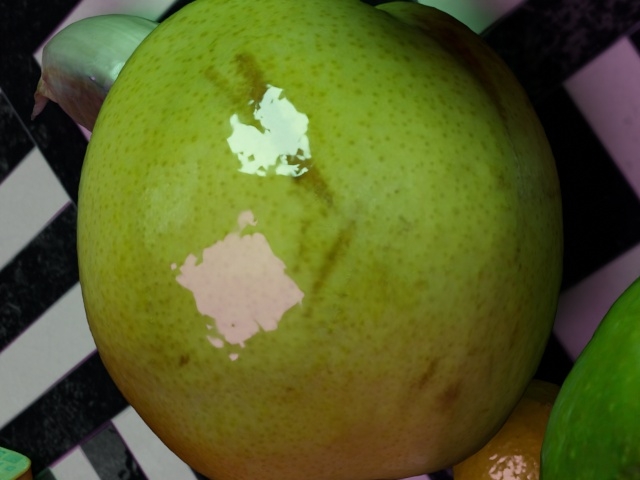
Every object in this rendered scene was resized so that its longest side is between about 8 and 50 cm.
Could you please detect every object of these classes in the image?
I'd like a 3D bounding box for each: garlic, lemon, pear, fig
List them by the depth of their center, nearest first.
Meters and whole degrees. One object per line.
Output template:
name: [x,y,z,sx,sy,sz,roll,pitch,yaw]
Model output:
fig: [0.227,0.077,0.842,0.206,0.206,0.275,10,100,35]
pear: [0.000,0.000,0.917,0.314,0.314,0.314,15,116,33]
lemon: [0.141,0.147,0.982,0.133,0.109,0.109,34,126,5]
garlic: [-0.153,-0.107,1.126,0.198,0.090,0.128,23,133,24]

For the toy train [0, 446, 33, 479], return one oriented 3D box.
toy train: [-0.341,0.234,1.396,0.188,0.099,0.072,12,118,33]
